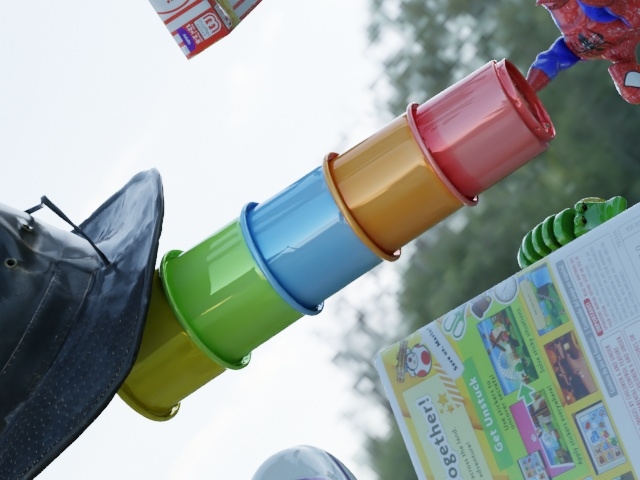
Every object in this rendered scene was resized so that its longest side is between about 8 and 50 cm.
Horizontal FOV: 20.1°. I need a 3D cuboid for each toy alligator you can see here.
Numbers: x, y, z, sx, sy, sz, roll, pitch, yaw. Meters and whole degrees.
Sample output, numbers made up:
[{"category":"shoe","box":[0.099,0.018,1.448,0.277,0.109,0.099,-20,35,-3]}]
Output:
[{"category":"toy alligator","box":[0.195,-0.008,1.337,0.189,0.051,0.056,-42,33,55]}]

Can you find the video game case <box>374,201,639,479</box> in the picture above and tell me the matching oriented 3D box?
[{"category":"video game case","box":[0.140,0.118,0.869,0.206,0.227,0.026,-33,-20,37]}]

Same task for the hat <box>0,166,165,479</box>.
[{"category":"hat","box":[-0.231,0.055,1.175,0.331,0.134,0.331,-45,21,23]}]

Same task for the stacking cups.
[{"category":"stacking cups","box":[0.000,0.000,1.125,0.316,0.096,0.096,-32,-6,20]}]

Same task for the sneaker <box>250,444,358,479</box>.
[{"category":"sneaker","box":[-0.052,0.194,1.061,0.102,0.161,0.282,-27,29,25]}]

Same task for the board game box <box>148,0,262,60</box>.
[{"category":"board game box","box":[-0.117,-0.240,1.523,0.045,0.147,0.193,-31,11,15]}]

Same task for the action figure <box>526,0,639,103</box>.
[{"category":"action figure","box":[0.139,-0.193,1.312,0.091,0.280,0.139,-33,12,48]}]
